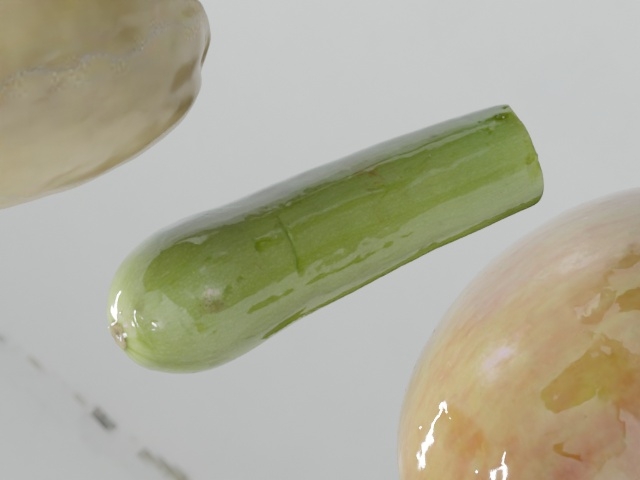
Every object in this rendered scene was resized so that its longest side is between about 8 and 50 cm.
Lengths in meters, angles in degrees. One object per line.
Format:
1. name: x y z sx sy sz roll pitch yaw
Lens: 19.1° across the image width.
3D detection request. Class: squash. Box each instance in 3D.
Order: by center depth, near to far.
1. squash: 0.000 0.000 1.020 0.250 0.083 0.083 -24 -112 -19

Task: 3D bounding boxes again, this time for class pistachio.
1. pistachio: -0.138 -0.081 0.879 0.200 0.145 0.117 -15 -117 -28

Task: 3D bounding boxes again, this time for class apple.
1. apple: 0.247 0.154 1.384 0.391 0.346 0.391 51 -169 -13
